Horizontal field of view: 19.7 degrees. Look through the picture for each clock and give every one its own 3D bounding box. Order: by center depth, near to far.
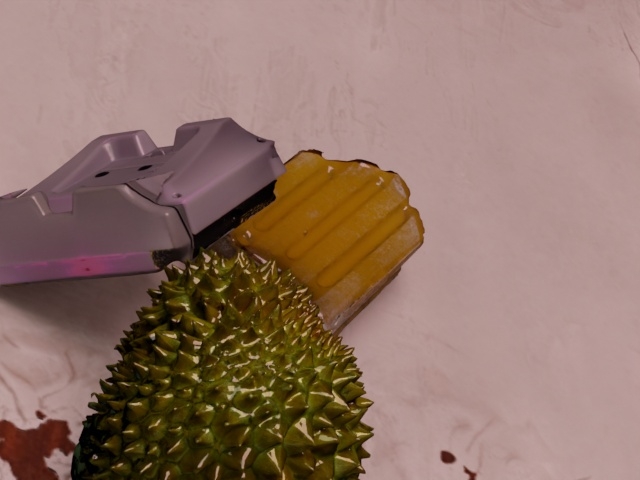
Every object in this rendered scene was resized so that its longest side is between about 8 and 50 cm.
[{"bbox_3d":[-0.179,-0.036,1.656,0.186,0.253,0.083,-38,116,-52],"label":"clock"}]

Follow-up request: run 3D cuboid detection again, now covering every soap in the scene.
[{"bbox_3d":[0.000,0.000,1.852,0.160,0.080,0.257,41,39,7],"label":"soap"}]

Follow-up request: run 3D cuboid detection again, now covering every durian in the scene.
[{"bbox_3d":[-0.073,0.151,1.488,0.225,0.291,0.291,21,40,-3],"label":"durian"}]
